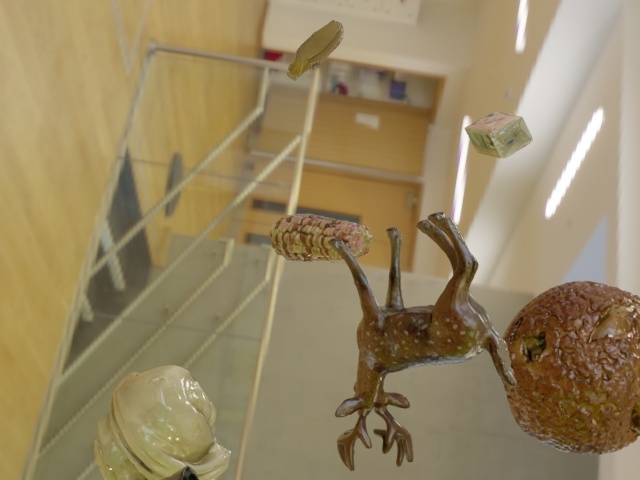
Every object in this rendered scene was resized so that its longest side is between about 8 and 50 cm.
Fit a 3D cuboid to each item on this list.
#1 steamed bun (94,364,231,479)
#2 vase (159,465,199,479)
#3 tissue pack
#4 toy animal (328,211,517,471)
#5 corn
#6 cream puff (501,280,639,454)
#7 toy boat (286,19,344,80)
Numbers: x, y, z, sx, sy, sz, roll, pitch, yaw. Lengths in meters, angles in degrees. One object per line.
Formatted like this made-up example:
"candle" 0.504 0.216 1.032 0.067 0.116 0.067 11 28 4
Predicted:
"steamed bun" -0.317 0.401 1.976 0.203 0.276 0.289 -50 -176 -39
"vase" -0.230 0.326 1.246 0.059 0.167 0.059 -18 90 -79
"tissue pack" 0.296 -0.175 1.683 0.059 0.074 0.094 64 -12 -18
"toy animal" 0.082 0.114 1.047 0.243 0.087 0.260 -15 -95 52
"corn" 0.000 0.000 1.818 0.280 0.092 0.092 8 -91 58
"cream puff" 0.454 0.206 1.651 0.212 0.303 0.303 -14 -116 59
"toy boat" -0.007 -0.349 1.875 0.149 0.047 0.049 -47 157 -24
